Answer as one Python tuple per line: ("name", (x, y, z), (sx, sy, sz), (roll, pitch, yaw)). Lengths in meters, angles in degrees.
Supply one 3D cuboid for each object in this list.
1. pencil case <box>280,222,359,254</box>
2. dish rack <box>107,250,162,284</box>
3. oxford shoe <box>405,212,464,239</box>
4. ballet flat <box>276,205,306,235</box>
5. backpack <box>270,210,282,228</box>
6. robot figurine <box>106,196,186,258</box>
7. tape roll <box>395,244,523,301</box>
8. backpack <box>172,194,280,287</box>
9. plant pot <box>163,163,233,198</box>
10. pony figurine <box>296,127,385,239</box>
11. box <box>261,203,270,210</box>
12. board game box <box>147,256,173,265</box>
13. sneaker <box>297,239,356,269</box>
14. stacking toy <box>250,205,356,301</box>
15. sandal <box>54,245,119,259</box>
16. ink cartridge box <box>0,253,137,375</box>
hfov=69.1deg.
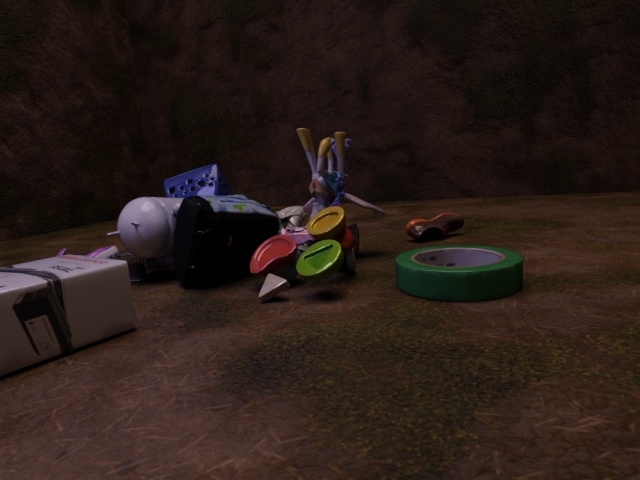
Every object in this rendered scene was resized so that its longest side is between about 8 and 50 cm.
("pencil case", (0.000, 0.000, 1.694), (0.283, 0.124, 0.124), (-1, 10, 3))
("dish rack", (-0.658, 0.085, 1.628), (0.208, 0.074, 0.271), (-2, 12, 6))
("oxford shoe", (0.484, -0.043, 1.893), (0.271, 0.097, 0.098), (-12, 32, -19))
("ballet flat", (-0.194, -0.064, 2.230), (0.146, 0.147, 0.408), (6, 17, 44))
("backpack", (-0.249, -0.046, 1.960), (0.188, 0.145, 0.166), (-30, 9, 0))
("robot figurine", (-0.523, -0.045, 1.562), (0.299, 0.200, 0.353), (-33, -14, 28))
("tape roll", (0.362, 0.078, 1.232), (0.320, 0.077, 0.321), (-5, 10, 1))
("backpack", (-0.297, -0.023, 1.517), (0.355, 0.291, 0.273), (-3, 29, -36))
("plant pot", (-0.473, -0.128, 1.859), (0.235, 0.236, 0.212), (-17, 51, 1))
("pony figurine", (0.039, -0.187, 1.631), (0.302, 0.364, 0.350), (-1, 1, 30))
("box", (-0.293, -0.037, 1.750), (0.220, 0.175, 0.051), (-9, 15, -20))
("board game box", (-0.566, 0.054, 1.847), (0.159, 0.047, 0.210), (-3, 10, 8))
("sneaker", (0.012, 0.052, 1.495), (0.152, 0.102, 0.268), (-15, 15, -14))
("stacking toy", (-0.036, 0.071, 1.307), (0.308, 0.130, 0.280), (-26, 33, 12))
("sandal", (-0.855, 0.079, 1.566), (0.169, 0.102, 0.416), (-19, 11, 14))
("ink cartridge box", (-0.648, 0.151, 0.985), (0.285, 0.167, 0.394), (4, 12, 36))
